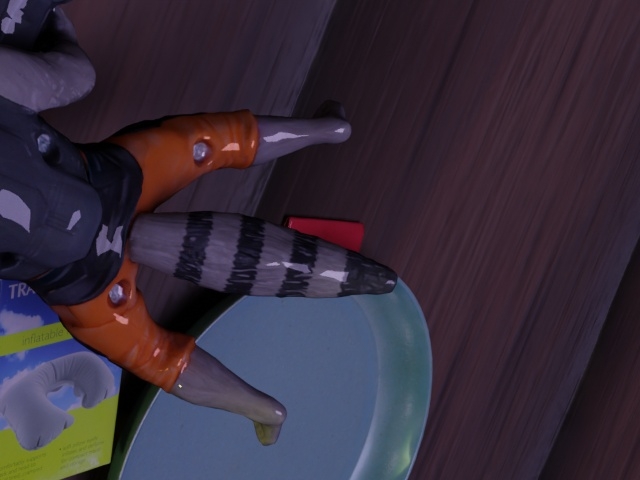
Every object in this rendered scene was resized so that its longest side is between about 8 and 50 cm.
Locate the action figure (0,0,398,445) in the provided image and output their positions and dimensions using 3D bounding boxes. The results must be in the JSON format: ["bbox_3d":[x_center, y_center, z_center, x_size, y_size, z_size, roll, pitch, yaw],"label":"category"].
[{"bbox_3d":[-0.124,-0.063,0.969,0.330,0.178,0.341,15,95,-30],"label":"action figure"}]

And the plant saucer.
[{"bbox_3d":[-0.040,0.153,1.317,0.317,0.043,0.318,-26,129,-37],"label":"plant saucer"}]

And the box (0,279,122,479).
[{"bbox_3d":[-0.169,0.065,1.119,0.109,0.042,0.178,-15,122,-44],"label":"box"}]

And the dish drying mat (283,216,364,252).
[{"bbox_3d":[0.000,0.000,1.302,0.083,0.008,0.032,4,107,-49],"label":"dish drying mat"}]
